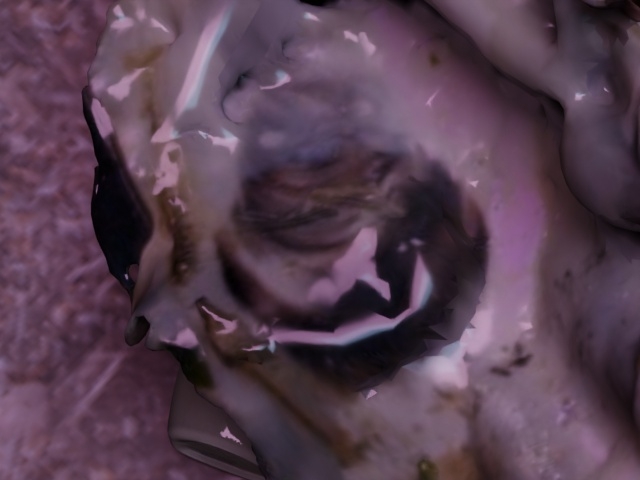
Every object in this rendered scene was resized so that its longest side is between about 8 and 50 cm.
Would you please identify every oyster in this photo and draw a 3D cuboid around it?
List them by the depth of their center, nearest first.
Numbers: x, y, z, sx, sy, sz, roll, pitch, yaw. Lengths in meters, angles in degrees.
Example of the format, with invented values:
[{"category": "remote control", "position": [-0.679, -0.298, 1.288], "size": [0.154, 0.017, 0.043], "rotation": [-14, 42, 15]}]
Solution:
[{"category": "oyster", "position": [0.023, -0.035, 0.610], "size": [0.238, 0.115, 0.351], "rotation": [-44, 59, 20]}]

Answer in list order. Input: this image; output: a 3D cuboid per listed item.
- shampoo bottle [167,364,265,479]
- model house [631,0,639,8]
[{"category": "shampoo bottle", "position": [0.000, 0.000, 0.697], "size": [0.072, 0.049, 0.212], "rotation": [19, 69, 15]}, {"category": "model house", "position": [0.193, -0.069, 0.635], "size": [0.219, 0.199, 0.229], "rotation": [18, 67, -16]}]
